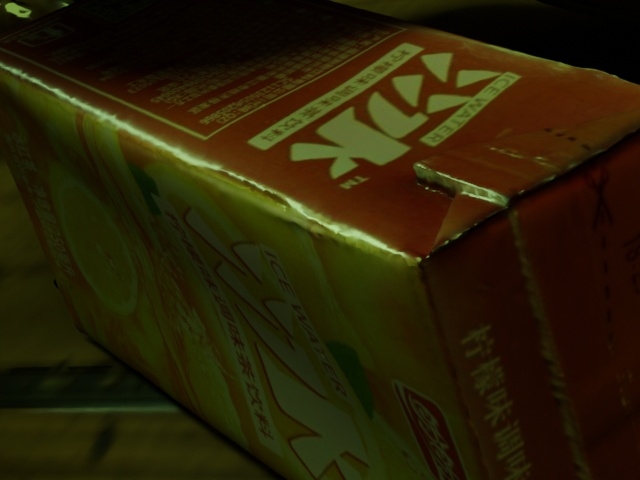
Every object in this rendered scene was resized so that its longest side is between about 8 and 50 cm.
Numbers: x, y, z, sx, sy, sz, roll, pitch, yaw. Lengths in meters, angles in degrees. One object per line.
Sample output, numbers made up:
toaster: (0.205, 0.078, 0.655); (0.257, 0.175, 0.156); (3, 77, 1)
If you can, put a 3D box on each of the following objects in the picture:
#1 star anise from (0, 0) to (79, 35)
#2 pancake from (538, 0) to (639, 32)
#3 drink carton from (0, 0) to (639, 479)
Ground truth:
star anise: (-0.164, -0.094, 0.700); (0.272, 0.102, 0.272); (-13, 28, 7)
pancake: (0.002, -0.099, 0.503); (0.294, 0.049, 0.294); (10, 11, -2)
drink carton: (0.000, 0.000, 0.418); (0.071, 0.096, 0.223); (-30, 28, -20)
